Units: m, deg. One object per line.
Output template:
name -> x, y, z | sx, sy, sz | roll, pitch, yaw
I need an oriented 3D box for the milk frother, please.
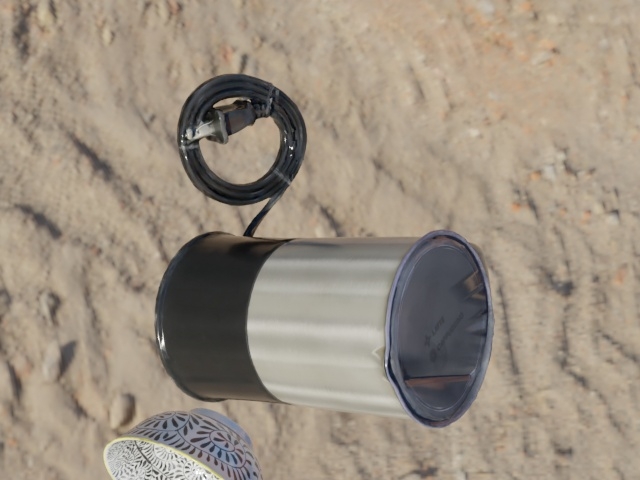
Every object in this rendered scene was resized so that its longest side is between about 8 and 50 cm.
milk frother -> 0.000, 0.000, 0.533 | 0.129, 0.134, 0.143 | -50, 127, -40

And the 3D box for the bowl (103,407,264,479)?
bowl -> -0.115, 0.213, 1.124 | 0.170, 0.170, 0.080 | 46, 52, -19
